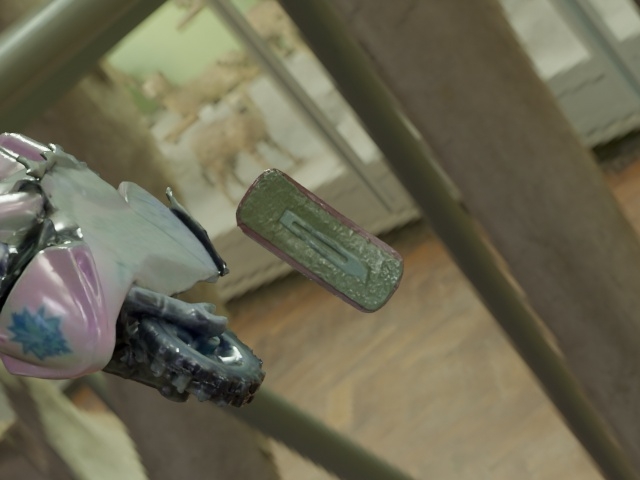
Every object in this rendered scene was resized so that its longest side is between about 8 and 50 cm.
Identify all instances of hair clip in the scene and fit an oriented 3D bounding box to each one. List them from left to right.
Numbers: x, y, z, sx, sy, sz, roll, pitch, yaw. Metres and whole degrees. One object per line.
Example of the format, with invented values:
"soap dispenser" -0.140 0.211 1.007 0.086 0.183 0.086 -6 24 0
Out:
"hair clip" 0.000 0.000 1.120 0.054 0.137 0.022 -58 17 -7

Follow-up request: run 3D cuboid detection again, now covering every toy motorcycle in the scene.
"toy motorcycle" -0.156 0.003 0.785 0.239 0.204 0.108 24 102 45
